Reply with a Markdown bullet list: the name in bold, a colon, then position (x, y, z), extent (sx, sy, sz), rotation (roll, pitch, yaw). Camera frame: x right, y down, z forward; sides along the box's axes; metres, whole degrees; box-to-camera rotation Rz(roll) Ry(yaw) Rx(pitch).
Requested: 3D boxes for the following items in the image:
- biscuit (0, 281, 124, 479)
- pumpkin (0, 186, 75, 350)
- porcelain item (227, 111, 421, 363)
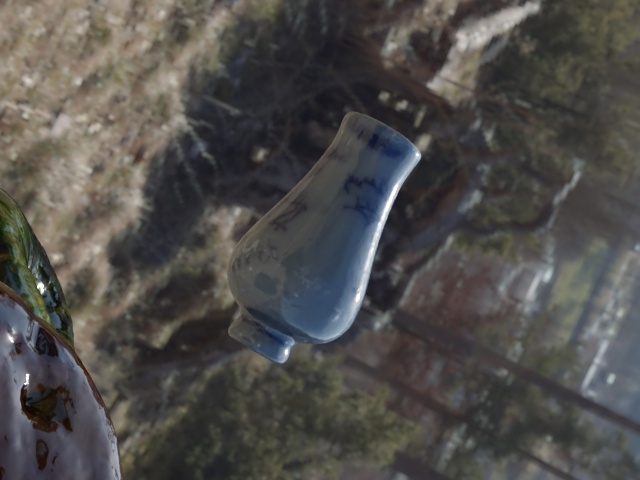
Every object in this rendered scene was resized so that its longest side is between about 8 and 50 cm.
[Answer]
- **biscuit**: position (-0.140, 0.107, 0.447), extent (0.212, 0.036, 0.212), rotation (19, 67, -53)
- **pumpkin**: position (-0.297, 0.080, 1.000), extent (0.189, 0.260, 0.260), rotation (-20, 149, -6)
- **porcelain item**: position (0.000, 0.000, 1.279), extent (0.259, 0.141, 0.141), rotation (-59, 159, -3)
